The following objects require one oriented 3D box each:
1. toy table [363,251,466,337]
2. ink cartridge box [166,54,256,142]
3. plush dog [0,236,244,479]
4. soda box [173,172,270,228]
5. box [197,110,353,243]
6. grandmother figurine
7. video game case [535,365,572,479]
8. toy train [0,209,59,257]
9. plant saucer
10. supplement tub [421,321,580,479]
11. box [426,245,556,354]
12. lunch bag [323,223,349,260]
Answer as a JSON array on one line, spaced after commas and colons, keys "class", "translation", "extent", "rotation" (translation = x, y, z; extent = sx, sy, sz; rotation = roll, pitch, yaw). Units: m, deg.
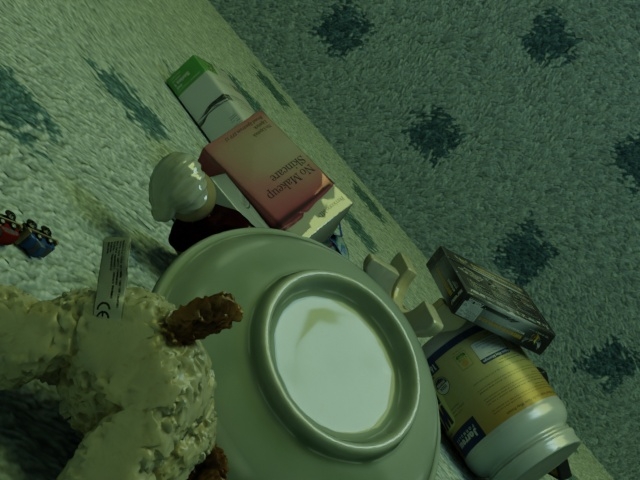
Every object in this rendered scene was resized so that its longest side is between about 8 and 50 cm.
[{"class": "toy table", "translation": [0.139, 0.141, 1.850], "extent": [0.252, 0.161, 0.274], "rotation": [28, 20, -37]}, {"class": "ink cartridge box", "translation": [-0.209, -0.275, 2.080], "extent": [0.219, 0.093, 0.160], "rotation": [54, 13, 16]}, {"class": "plush dog", "translation": [-0.158, 0.128, 0.841], "extent": [0.262, 0.211, 0.225], "rotation": [52, -12, 13]}, {"class": "soda box", "translation": [-0.104, 0.032, 1.515], "extent": [0.286, 0.091, 0.098], "rotation": [50, 11, 1]}, {"class": "box", "translation": [-0.087, -0.078, 1.634], "extent": [0.232, 0.127, 0.149], "rotation": [45, 54, 8]}, {"class": "grandmother figurine", "translation": [-0.124, 0.011, 1.321], "extent": [0.342, 0.208, 0.104], "rotation": [55, 42, -40]}, {"class": "video game case", "translation": [0.438, 0.371, 2.133], "extent": [0.275, 0.035, 0.248], "rotation": [17, -55, 68]}, {"class": "toy train", "translation": [-0.325, -0.014, 0.986], "extent": [0.158, 0.027, 0.036], "rotation": [31, 26, -57]}, {"class": "plant saucer", "translation": [-0.001, 0.145, 1.062], "extent": [0.401, 0.100, 0.400], "rotation": [21, 50, -28]}, {"class": "supplement tub", "translation": [0.345, 0.327, 1.933], "extent": [0.316, 0.228, 0.228], "rotation": [56, 13, 27]}, {"class": "box", "translation": [0.335, 0.118, 1.922], "extent": [0.231, 0.056, 0.183], "rotation": [26, 20, -24]}, {"class": "lunch bag", "translation": [0.000, 0.000, 1.929], "extent": [0.129, 0.096, 0.151], "rotation": [-95, 160, -72]}]
